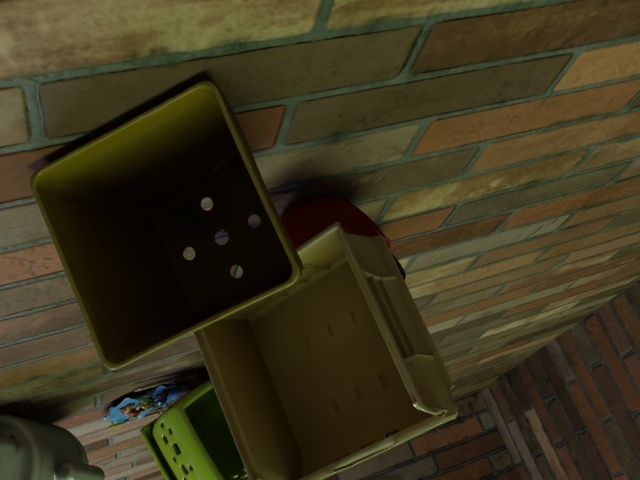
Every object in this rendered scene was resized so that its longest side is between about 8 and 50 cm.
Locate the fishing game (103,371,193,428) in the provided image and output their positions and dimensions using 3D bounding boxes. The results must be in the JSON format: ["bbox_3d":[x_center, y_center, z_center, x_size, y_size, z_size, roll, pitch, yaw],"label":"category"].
[{"bbox_3d":[-0.380,0.363,1.677,0.189,0.041,0.264,-9,155,-37],"label":"fishing game"}]

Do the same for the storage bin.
[{"bbox_3d":[0.001,0.158,0.986,0.262,0.260,0.123,-33,160,25],"label":"storage bin"}]

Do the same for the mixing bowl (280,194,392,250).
[{"bbox_3d":[0.000,0.000,1.095,0.181,0.098,0.181,-19,158,-8],"label":"mixing bowl"}]

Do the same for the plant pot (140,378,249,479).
[{"bbox_3d":[-0.241,0.432,1.671,0.207,0.228,0.227,-32,177,38],"label":"plant pot"}]

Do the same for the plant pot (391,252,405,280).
[{"bbox_3d":[0.024,0.102,1.267,0.230,0.215,0.215,-47,152,18],"label":"plant pot"}]

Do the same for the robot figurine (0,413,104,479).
[{"bbox_3d":[-0.565,0.437,1.441,0.299,0.200,0.353,3,161,9],"label":"robot figurine"}]

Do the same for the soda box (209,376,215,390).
[{"bbox_3d":[-0.144,0.232,1.556,0.071,0.067,0.210,0,150,-44],"label":"soda box"}]

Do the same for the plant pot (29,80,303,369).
[{"bbox_3d":[-0.135,-0.010,0.817,0.212,0.212,0.187,-26,172,9],"label":"plant pot"}]
